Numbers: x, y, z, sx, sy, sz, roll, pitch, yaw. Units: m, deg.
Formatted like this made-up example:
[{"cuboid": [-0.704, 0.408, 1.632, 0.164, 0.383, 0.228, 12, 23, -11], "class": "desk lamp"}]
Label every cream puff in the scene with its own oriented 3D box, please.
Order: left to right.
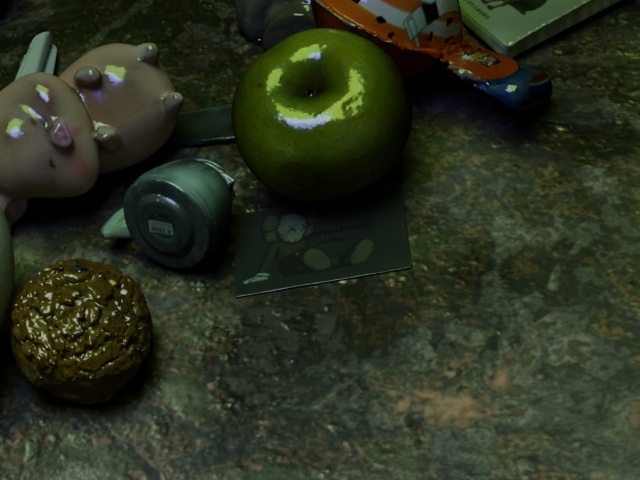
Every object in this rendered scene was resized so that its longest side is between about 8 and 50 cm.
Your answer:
[{"cuboid": [-0.246, 0.084, 1.652, 0.165, 0.115, 0.150, 23, 51, 34], "class": "cream puff"}]

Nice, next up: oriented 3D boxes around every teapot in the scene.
[{"cuboid": [-0.151, -0.030, 1.774, 0.111, 0.149, 0.108, 44, 43, 1], "class": "teapot"}]

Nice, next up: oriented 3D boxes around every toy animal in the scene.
[{"cuboid": [-0.283, -0.134, 1.851, 0.250, 0.154, 0.166, -25, 84, -22], "class": "toy animal"}]

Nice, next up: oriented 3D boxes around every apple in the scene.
[{"cuboid": [0.002, -0.132, 1.774, 0.196, 0.157, 0.196, -6, 52, 8], "class": "apple"}]

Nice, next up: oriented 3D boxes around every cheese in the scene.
[{"cuboid": [0.114, -0.240, 1.858, 0.329, 0.129, 0.217, 35, 30, 20], "class": "cheese"}]

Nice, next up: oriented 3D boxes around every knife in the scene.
[{"cuboid": [-0.078, -0.144, 1.910, 0.245, 0.019, 0.072, -6, 44, 12], "class": "knife"}]

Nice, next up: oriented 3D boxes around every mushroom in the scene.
[{"cuboid": [-0.021, -0.310, 2.007, 0.188, 0.117, 0.141, -3, 33, 18], "class": "mushroom"}]

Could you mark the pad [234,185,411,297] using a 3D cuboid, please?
[{"cuboid": [0.000, 0.000, 1.754, 0.190, 0.004, 0.127, -10, 44, 5], "class": "pad"}]

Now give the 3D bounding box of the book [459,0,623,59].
[{"cuboid": [0.313, -0.368, 2.018, 0.371, 0.043, 0.260, -28, 45, -14], "class": "book"}]

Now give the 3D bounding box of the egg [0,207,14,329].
[{"cuboid": [-0.409, 0.043, 1.700, 0.264, 0.174, 0.286, -28, 69, 24], "class": "egg"}]

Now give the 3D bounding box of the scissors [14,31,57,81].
[{"cuboid": [-0.357, -0.167, 1.996, 0.118, 0.030, 0.242, -2, 47, 12], "class": "scissors"}]
